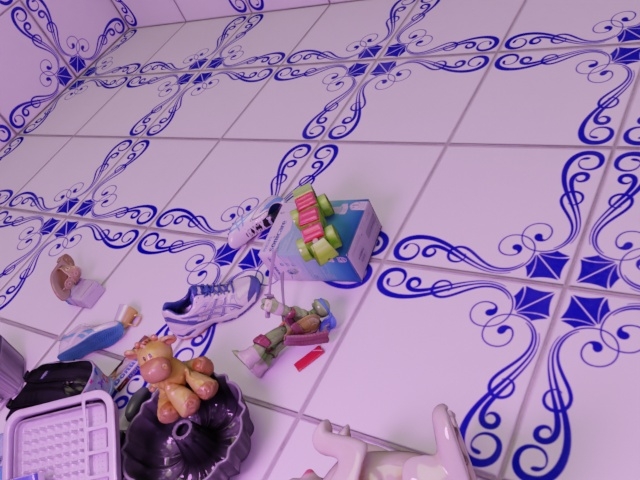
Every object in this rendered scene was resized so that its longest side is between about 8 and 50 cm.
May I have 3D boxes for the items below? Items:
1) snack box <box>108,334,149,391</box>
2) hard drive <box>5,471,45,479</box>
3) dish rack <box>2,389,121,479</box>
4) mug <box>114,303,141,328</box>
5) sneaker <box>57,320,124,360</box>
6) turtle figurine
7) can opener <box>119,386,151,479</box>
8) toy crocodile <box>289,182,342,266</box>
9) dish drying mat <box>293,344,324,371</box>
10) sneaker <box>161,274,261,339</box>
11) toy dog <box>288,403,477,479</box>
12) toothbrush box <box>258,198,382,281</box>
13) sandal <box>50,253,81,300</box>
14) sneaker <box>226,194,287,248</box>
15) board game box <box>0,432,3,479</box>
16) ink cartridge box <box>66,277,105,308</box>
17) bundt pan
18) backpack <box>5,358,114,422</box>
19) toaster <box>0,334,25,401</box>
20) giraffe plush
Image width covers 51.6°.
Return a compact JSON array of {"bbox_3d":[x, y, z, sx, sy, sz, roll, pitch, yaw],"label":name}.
[{"bbox_3d":[-0.552,0.359,1.945,0.064,0.022,0.178,15,56,38],"label":"snack box"},{"bbox_3d":[-0.712,0.716,1.518,0.210,0.040,0.318,-18,72,17],"label":"hard drive"},{"bbox_3d":[-0.612,0.528,1.595,0.333,0.072,0.285,-16,68,16],"label":"dish rack"},{"bbox_3d":[-0.610,0.241,2.077,0.078,0.062,0.064,-1,55,38],"label":"mug"},{"bbox_3d":[-0.713,0.294,2.051,0.229,0.087,0.092,-23,47,10],"label":"sneaker"},{"bbox_3d":[-0.126,0.206,1.734,0.266,0.274,0.198,-45,8,-12],"label":"turtle figurine"},{"bbox_3d":[-0.509,0.505,1.702,0.074,0.093,0.280,-1,39,11],"label":"can opener"},{"bbox_3d":[-0.021,-0.052,1.812,0.115,0.105,0.340,-24,42,9],"label":"toy crocodile"},{"bbox_3d":[-0.030,0.304,1.713,0.083,0.008,0.032,-36,41,-9],"label":"dish drying mat"},{"bbox_3d":[-0.316,0.174,1.922,0.297,0.131,0.112,-31,38,-5],"label":"sneaker"},{"bbox_3d":[0.100,0.522,1.250,0.408,0.284,0.395,-18,77,10],"label":"toy dog"},{"bbox_3d":[0.000,0.000,1.924,0.296,0.126,0.216,-1,49,29],"label":"toothbrush box"},{"bbox_3d":[-0.853,0.104,2.256,0.079,0.088,0.240,-33,33,6],"label":"sandal"},{"bbox_3d":[-0.202,-0.059,2.135,0.237,0.085,0.086,-42,37,-13],"label":"sneaker"},{"bbox_3d":[-0.896,0.616,1.861,0.212,0.039,0.160,-15,42,15],"label":"board game box"},{"bbox_3d":[-0.809,0.179,2.259,0.123,0.052,0.088,4,50,36],"label":"ink cartridge box"},{"bbox_3d":[-0.305,0.484,1.594,0.331,0.124,0.330,-15,42,14],"label":"bundt pan"},{"bbox_3d":[-0.690,0.440,1.804,0.254,0.191,0.225,-16,36,29],"label":"backpack"},{"bbox_3d":[-1.017,0.400,2.072,0.129,0.146,0.227,-26,41,2],"label":"toaster"},{"bbox_3d":[-0.368,0.306,1.588,0.181,0.170,0.210,-39,41,-12],"label":"giraffe plush"}]
